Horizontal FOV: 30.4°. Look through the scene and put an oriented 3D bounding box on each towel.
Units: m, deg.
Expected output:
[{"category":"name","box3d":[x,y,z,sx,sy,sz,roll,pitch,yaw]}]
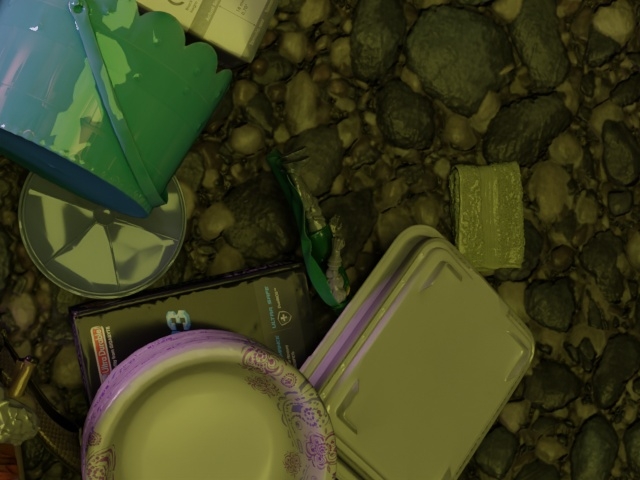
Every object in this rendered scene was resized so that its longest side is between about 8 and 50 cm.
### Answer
[{"category":"towel","box3d":[0.227,-0.032,1.589,0.110,0.027,0.148,-5,96,-19]}]

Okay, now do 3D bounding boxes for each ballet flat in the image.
[{"category":"ballet flat","box3d":[-0.341,0.181,1.396,0.058,0.084,0.250,-40,99,-10]}]

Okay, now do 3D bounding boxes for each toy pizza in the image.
[{"category":"toy pizza","box3d":[-0.262,-0.029,1.418,0.201,0.032,0.201,2,83,-18]}]

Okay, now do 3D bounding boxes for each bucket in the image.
[{"category":"bucket","box3d":[-0.252,-0.157,1.284,0.281,0.281,0.183,29,80,-18]}]

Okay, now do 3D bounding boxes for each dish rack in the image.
[{"category":"dish rack","box3d":[0.134,0.177,1.508,0.285,0.072,0.333,45,70,-26]}]

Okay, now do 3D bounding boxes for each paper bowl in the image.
[{"category":"paper bowl","box3d":[-0.134,0.244,1.355,0.284,0.148,0.284,-2,97,-16]}]

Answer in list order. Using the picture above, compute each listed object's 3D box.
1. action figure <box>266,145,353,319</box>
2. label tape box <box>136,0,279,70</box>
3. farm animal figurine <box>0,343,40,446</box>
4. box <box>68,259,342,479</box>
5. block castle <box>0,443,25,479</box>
[{"category":"action figure","box3d":[0.000,0.000,1.477,0.063,0.137,0.232,-18,110,3]},{"category":"label tape box","box3d":[-0.189,-0.383,1.383,0.333,0.106,0.241,26,86,-19]},{"category":"farm animal figurine","box3d":[-0.492,0.143,1.233,0.326,0.330,0.172,26,79,-31]},{"category":"box","box3d":[-0.141,0.195,1.465,0.293,0.073,0.296,-11,97,-18]},{"category":"block castle","box3d":[-0.514,0.359,1.233,0.453,0.303,0.213,-8,98,-17]}]
